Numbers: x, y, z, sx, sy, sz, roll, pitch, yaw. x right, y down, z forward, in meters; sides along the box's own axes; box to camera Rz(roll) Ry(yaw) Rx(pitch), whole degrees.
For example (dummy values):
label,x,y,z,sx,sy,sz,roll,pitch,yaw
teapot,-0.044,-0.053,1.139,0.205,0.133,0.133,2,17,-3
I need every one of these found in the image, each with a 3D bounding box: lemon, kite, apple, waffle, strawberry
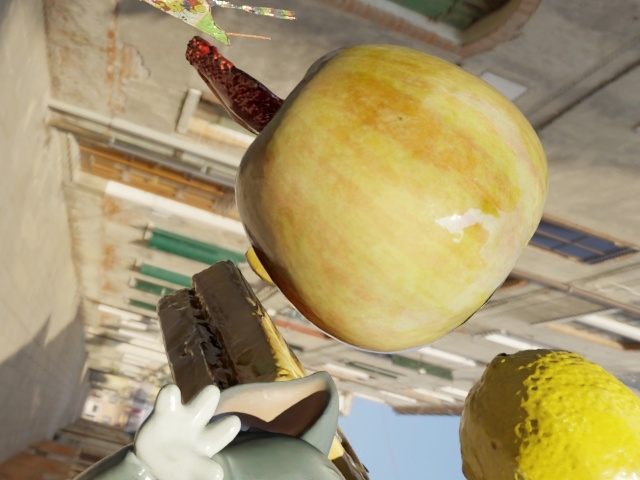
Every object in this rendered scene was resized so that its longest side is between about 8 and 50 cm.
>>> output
label,x,y,z,sx,sy,sz,roll,pitch,yaw
lemon,0.303,0.268,0.940,0.320,0.245,0.245,55,-51,48
kite,-0.147,-0.346,1.083,0.006,0.244,0.198,-59,-135,45
apple,0.055,-0.037,0.638,0.257,0.234,0.257,-57,179,-1
waffle,-0.044,0.156,0.658,0.098,0.224,0.327,-34,-159,-4
strawberry,-0.076,-0.142,0.736,0.048,0.152,0.104,-56,172,0

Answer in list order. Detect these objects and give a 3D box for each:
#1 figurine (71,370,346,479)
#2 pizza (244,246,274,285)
label,x,y,z,sx,sy,sz,roll,pitch,yaw
figurine,-0.085,0.174,0.343,0.140,0.265,0.193,117,-42,-67
pizza,0.000,0.000,1.292,0.262,0.181,0.034,-49,154,-40
